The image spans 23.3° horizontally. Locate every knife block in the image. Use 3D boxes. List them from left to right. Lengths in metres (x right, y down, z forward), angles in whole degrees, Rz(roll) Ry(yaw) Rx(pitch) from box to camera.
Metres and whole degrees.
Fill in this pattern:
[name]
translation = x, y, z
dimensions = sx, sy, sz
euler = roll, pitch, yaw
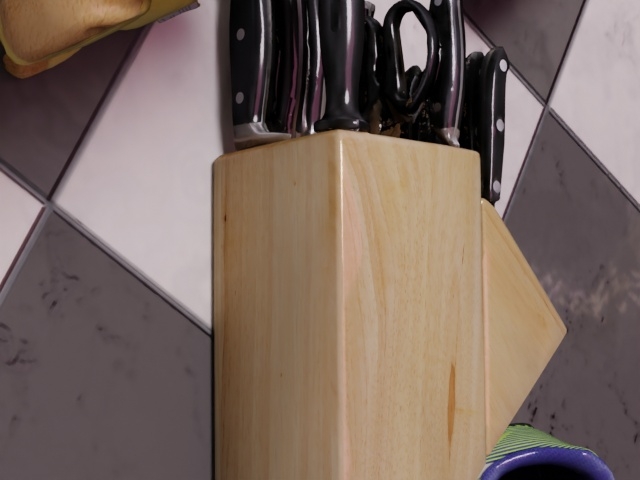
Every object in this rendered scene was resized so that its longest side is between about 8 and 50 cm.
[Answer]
[knife block]
translation = 0.000, 0.000, 0.709
dimensions = 0.242, 0.088, 0.276
euler = 55, 52, -22

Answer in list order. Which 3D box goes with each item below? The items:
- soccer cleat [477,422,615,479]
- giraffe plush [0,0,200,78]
[soccer cleat]
translation = 0.042, 0.197, 0.697
dimensions = 0.093, 0.121, 0.289
euler = 52, 53, -26
[giraffe plush]
translation = -0.079, -0.174, 0.600
dimensions = 0.181, 0.210, 0.171
euler = -27, 98, -17
